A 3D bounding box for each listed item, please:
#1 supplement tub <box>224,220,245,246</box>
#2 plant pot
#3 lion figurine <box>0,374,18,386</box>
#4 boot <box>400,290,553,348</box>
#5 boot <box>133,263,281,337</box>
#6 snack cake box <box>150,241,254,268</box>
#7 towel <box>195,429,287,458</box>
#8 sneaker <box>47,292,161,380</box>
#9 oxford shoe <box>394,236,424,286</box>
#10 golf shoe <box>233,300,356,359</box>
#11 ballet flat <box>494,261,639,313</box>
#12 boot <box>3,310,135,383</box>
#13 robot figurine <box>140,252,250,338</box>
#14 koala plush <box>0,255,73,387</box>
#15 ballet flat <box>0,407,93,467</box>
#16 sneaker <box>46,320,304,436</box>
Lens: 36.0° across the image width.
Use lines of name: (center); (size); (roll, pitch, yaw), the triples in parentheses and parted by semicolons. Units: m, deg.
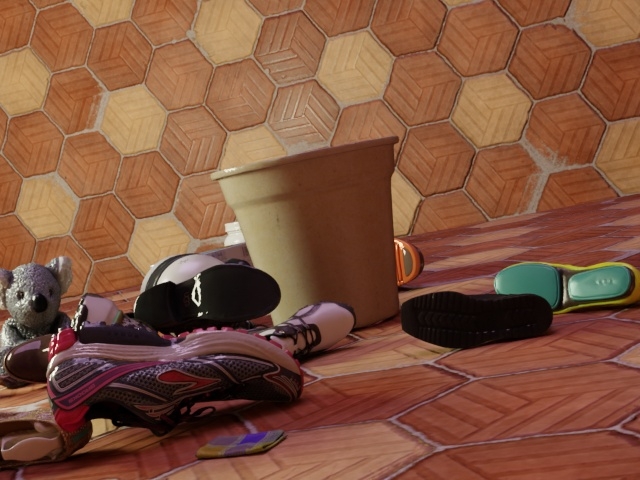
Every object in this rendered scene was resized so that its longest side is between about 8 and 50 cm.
supplement tub: (-0.152, 0.045, 2.385); (0.144, 0.199, 0.144); (-12, 3, 1)
plant pot: (0.000, 0.000, 1.722); (0.334, 0.305, 0.334); (-11, 3, 1)
lion figurine: (-0.738, 0.257, 1.666); (0.392, 0.142, 0.240); (5, -14, -34)
boot: (0.214, 0.104, 1.352); (0.198, 0.076, 0.137); (2, 1, 10)
boot: (-0.150, 0.121, 1.594); (0.263, 0.091, 0.229); (-8, -22, 20)
snack cake box: (-0.246, 0.100, 2.208); (0.089, 0.152, 0.264); (-10, 3, 34)
towel: (-0.083, 0.210, 1.016); (0.083, 0.009, 0.060); (-10, 3, 25)
sneaker: (-0.267, 0.185, 1.402); (0.182, 0.158, 0.410); (24, -8, -4)
oxford shoe: (0.131, 0.043, 2.137); (0.133, 0.130, 0.364); (-5, 1, -29)
golf shoe: (-0.036, 0.149, 1.447); (0.198, 0.077, 0.094); (-19, 15, -5)
ballet flat: (0.362, 0.070, 1.415); (0.231, 0.077, 0.077); (-5, -14, 44)
boot: (-0.412, 0.169, 1.673); (0.248, 0.090, 0.207); (-5, -22, -17)
robot figurine: (-0.251, 0.113, 1.904); (0.174, 0.209, 0.278); (20, -8, -18)
koala plush: (-0.541, 0.145, 1.870); (0.196, 0.221, 0.203); (-13, 4, -22)
ballet flat: (-0.367, 0.232, 1.135); (0.206, 0.073, 0.067); (-13, 11, 8)
sneaker: (-0.166, 0.172, 1.154); (0.299, 0.112, 0.121); (3, -33, -15)
